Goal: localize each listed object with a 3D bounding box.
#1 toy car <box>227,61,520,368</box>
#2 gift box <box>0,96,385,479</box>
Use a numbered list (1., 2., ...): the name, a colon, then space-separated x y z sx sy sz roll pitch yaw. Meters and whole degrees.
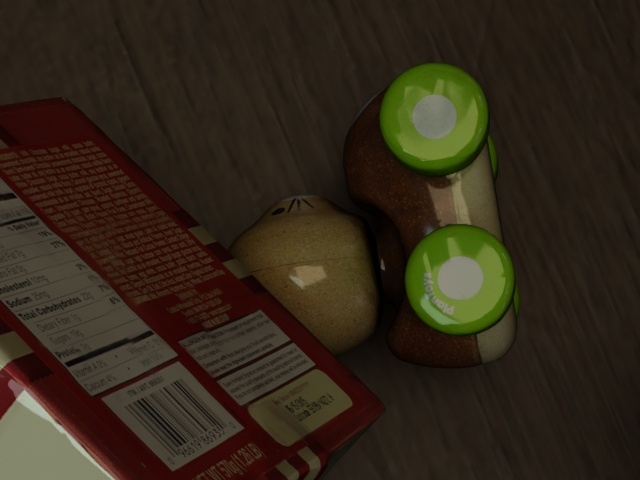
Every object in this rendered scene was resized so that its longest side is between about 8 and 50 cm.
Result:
1. toy car: 0.000 0.000 0.876 0.188 0.155 0.149 -9 82 6
2. gift box: -0.148 0.124 0.738 0.276 0.255 0.258 47 111 13
